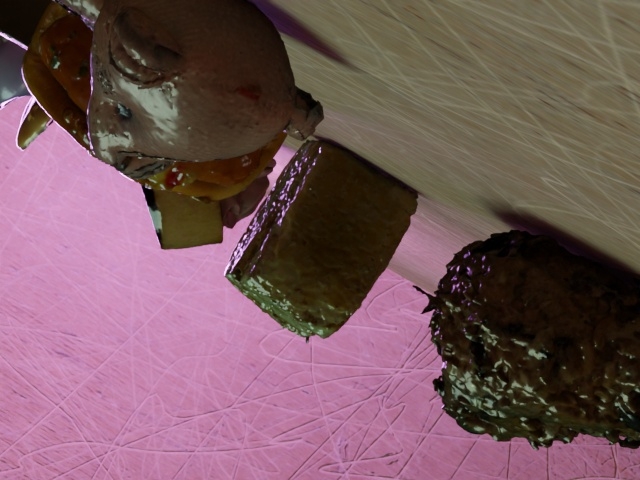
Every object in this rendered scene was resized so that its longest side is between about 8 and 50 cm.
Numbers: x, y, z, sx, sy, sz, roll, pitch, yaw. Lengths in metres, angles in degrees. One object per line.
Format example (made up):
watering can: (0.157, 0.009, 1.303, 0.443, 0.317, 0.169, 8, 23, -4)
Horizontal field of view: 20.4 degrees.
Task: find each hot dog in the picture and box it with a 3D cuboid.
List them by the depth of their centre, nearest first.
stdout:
hot dog: (-0.150, -0.134, 1.649, 0.257, 0.150, 0.153, 31, -172, -11)

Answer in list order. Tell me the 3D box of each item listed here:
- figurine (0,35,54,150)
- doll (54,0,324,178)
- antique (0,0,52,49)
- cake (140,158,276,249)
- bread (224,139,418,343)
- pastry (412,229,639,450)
figurine: (-0.413, -0.242, 2.090, 0.257, 0.181, 0.208, 36, -147, -18)
doll: (-0.146, -0.140, 1.344, 0.201, 0.156, 0.303, 24, -173, -41)
antique: (-0.324, -0.255, 1.773, 0.310, 0.087, 0.093, 30, 179, -9)
cake: (-0.148, -0.097, 2.277, 0.185, 0.178, 0.207, -116, 7, -69)
bread: (0.000, 0.000, 1.915, 0.138, 0.196, 0.102, 35, 173, -14)
pastry: (0.209, 0.107, 1.636, 0.275, 0.193, 0.275, 30, 176, 3)
